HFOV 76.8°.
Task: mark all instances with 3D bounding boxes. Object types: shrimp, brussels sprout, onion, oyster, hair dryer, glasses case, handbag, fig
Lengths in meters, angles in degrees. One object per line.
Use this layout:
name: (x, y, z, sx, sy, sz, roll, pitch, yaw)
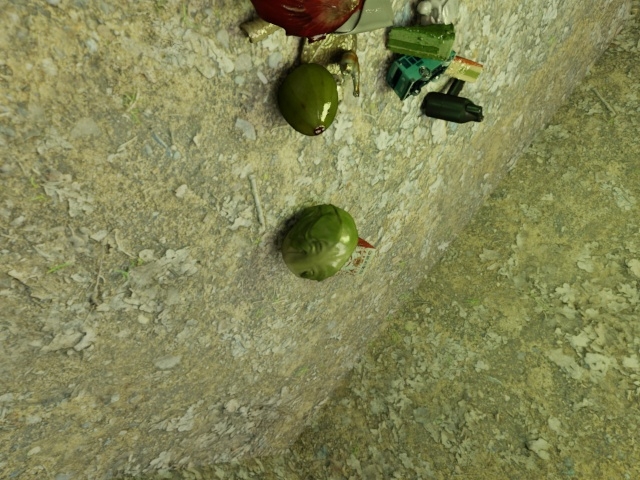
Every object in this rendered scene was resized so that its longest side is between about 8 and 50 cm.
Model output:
shrimp: (0.103, -0.550, 1.361, 0.161, 0.049, 0.166, -69, 156, -46)
brussels sprout: (0.000, 0.000, 1.633, 0.328, 0.328, 0.247, -43, 111, -12)
onion: (-0.027, -0.683, 0.971, 0.341, 0.341, 0.342, -29, 139, -28)
oyster: (0.044, -0.495, 1.431, 0.106, 0.061, 0.200, -35, 159, -50)
hair dryer: (0.644, -0.661, 1.811, 0.303, 0.244, 0.116, -61, 152, -12)
glasses case: (0.142, -0.732, 1.279, 0.308, 0.083, 0.129, -34, 131, -38)
handbag: (0.103, 0.061, 1.925, 0.297, 0.151, 0.171, 9, 110, -43)
fig: (-0.024, -0.430, 1.278, 0.202, 0.225, 0.203, -18, 152, -10)

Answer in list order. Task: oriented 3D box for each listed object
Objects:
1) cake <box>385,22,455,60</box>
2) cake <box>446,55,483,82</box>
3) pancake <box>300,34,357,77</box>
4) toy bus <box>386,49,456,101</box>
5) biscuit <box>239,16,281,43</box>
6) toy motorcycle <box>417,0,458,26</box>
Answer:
cake: (0.362, -0.710, 1.453, 0.234, 0.099, 0.100, -4, 149, -5)
cake: (0.577, -0.747, 1.730, 0.220, 0.117, 0.086, -5, 131, -33)
pancake: (0.032, -0.629, 1.320, 0.250, 0.031, 0.250, -32, 142, -29)
toy bus: (0.384, -0.670, 1.571, 0.256, 0.147, 0.128, -37, 171, -18)
biscuit: (-0.124, -0.625, 1.135, 0.219, 0.061, 0.055, -40, -176, -17)
toy motorcycle: (0.428, -0.858, 1.472, 0.170, 0.110, 0.261, -20, 121, -19)
